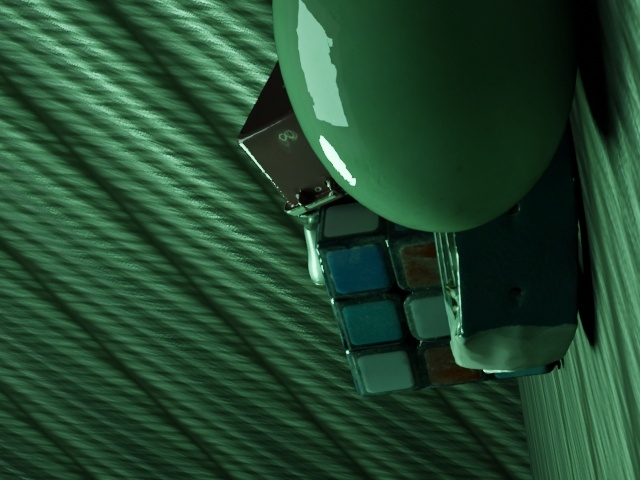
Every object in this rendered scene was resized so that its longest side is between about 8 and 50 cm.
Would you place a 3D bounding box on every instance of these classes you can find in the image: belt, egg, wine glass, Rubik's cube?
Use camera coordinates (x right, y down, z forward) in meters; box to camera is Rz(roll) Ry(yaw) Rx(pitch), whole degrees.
[{"bbox_3d":[0.212,-0.058,1.260,0.300,0.173,0.436,-75,-26,-79],"label":"belt"},{"bbox_3d":[0.095,-0.200,0.954,0.276,0.276,0.389,-2,-101,-83],"label":"egg"},{"bbox_3d":[0.000,0.000,1.845,0.072,0.072,0.155,-88,-14,-57],"label":"wine glass"},{"bbox_3d":[0.196,0.018,1.763,0.362,0.359,0.363,-83,-20,-49],"label":"Rubik's cube"}]

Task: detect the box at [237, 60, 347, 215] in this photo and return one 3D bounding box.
[{"bbox_3d":[-0.002,-0.204,1.691,0.167,0.193,0.294,46,-138,-24],"label":"box"}]
